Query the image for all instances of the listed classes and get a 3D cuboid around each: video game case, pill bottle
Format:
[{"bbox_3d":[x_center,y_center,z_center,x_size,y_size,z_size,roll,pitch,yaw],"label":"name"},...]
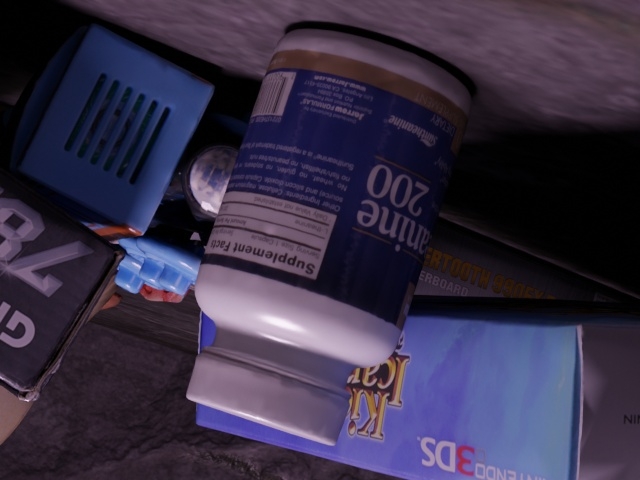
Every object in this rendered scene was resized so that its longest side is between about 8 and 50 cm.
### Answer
[{"bbox_3d":[0.116,0.054,0.613,0.244,0.061,0.269,2,179,-27],"label":"video game case"},{"bbox_3d":[0.000,0.000,0.511,0.067,0.120,0.067,18,172,2],"label":"pill bottle"}]

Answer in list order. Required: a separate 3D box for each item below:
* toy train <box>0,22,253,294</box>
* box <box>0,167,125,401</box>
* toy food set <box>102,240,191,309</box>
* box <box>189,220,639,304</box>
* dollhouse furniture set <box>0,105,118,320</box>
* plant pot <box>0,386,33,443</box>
[{"bbox_3d":[-0.080,-0.030,0.663,0.105,0.080,0.184,30,171,-15],"label":"toy train"},{"bbox_3d":[-0.251,-0.056,0.636,0.295,0.073,0.293,35,170,-24],"label":"box"},{"bbox_3d":[-0.142,0.009,1.054,0.128,0.071,0.218,15,172,20],"label":"toy food set"},{"bbox_3d":[0.037,0.027,0.837,0.231,0.056,0.183,22,172,-22],"label":"box"},{"bbox_3d":[-0.185,-0.047,0.892,0.182,0.161,0.101,48,-139,10],"label":"dollhouse furniture set"},{"bbox_3d":[-0.403,0.042,1.381,0.257,0.256,0.274,13,153,31],"label":"plant pot"}]
